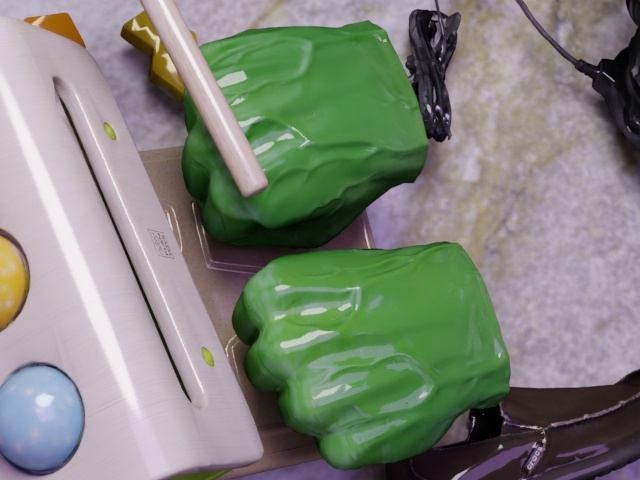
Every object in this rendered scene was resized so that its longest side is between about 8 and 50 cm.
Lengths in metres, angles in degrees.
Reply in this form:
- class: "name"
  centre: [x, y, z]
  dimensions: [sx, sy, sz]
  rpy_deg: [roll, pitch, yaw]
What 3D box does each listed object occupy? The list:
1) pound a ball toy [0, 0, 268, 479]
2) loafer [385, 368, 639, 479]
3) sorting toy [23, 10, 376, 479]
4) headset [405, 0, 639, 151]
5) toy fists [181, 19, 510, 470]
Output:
- class: "pound a ball toy"
  centre: [-0.135, -0.014, 0.841]
  dimensions: [0.208, 0.135, 0.319]
  rpy_deg: [-30, 74, 20]
- class: "loafer"
  centre: [0.135, 0.124, 0.989]
  dimensions: [0.220, 0.080, 0.078]
  rpy_deg: [-23, 86, -24]
- class: "sorting toy"
  centre: [-0.083, -0.001, 0.980]
  dimensions: [0.229, 0.041, 0.307]
  rpy_deg: [-10, 78, -17]
- class: "headset"
  centre: [0.253, -0.129, 1.032]
  dimensions: [0.394, 0.243, 0.185]
  rpy_deg: [2, 42, 11]
- class: "toy fists"
  centre: [0.000, 0.000, 0.931]
  dimensions: [0.142, 0.096, 0.279]
  rpy_deg: [-12, 76, -25]
